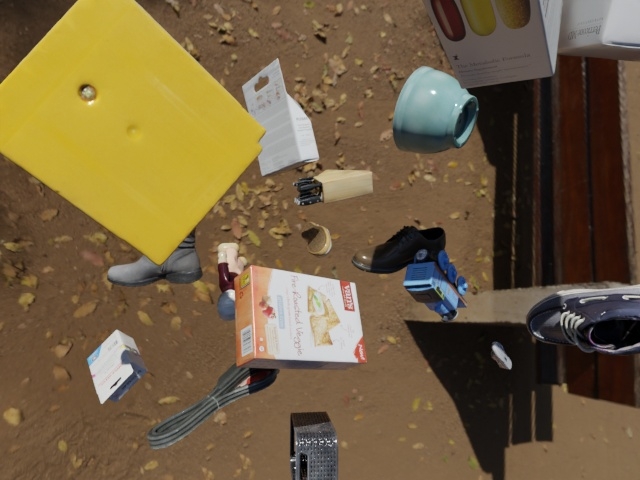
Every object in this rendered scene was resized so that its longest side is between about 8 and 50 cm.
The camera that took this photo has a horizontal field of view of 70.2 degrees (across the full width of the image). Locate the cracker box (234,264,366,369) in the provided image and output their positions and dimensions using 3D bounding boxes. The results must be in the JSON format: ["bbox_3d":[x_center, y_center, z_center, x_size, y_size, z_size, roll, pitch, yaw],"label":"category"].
[{"bbox_3d":[-0.033,0.142,0.800,0.232,0.067,0.156,13,57,-36],"label":"cracker box"}]

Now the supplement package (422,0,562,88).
[{"bbox_3d":[0.227,-0.337,0.602,0.244,0.138,0.134,33,65,-51],"label":"supplement package"}]

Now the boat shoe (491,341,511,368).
[{"bbox_3d":[0.455,0.295,1.167,0.100,0.035,0.035,49,51,-28],"label":"boat shoe"}]

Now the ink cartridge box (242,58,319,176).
[{"bbox_3d":[-0.100,-0.282,1.087,0.066,0.189,0.233,-11,92,-36],"label":"ink cartridge box"}]

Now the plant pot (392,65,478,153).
[{"bbox_3d":[0.408,-0.421,1.545,0.293,0.196,0.293,-34,137,-39],"label":"plant pot"}]

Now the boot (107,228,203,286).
[{"bbox_3d":[-0.573,0.032,1.552,0.337,0.118,0.223,-5,112,0],"label":"boot"}]

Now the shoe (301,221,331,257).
[{"bbox_3d":[0.000,0.000,1.240,0.058,0.219,0.077,35,96,-19],"label":"shoe"}]

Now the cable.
[{"bbox_3d":[-0.181,0.309,0.864,0.287,0.139,0.072,-37,118,-54],"label":"cable"}]

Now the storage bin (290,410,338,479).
[{"bbox_3d":[-0.017,0.439,0.945,0.084,0.180,0.122,1,85,-6],"label":"storage bin"}]

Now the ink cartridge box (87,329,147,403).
[{"bbox_3d":[-0.495,0.315,1.114,0.104,0.181,0.062,-46,131,-7],"label":"ink cartridge box"}]

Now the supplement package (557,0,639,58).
[{"bbox_3d":[0.464,-0.410,0.624,0.175,0.177,0.293,5,108,0],"label":"supplement package"}]

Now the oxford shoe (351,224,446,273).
[{"bbox_3d":[0.170,0.010,0.982,0.227,0.083,0.096,-12,123,-22],"label":"oxford shoe"}]

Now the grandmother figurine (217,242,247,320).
[{"bbox_3d":[-0.274,0.137,1.418,0.104,0.342,0.208,-32,114,6],"label":"grandmother figurine"}]

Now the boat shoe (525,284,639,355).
[{"bbox_3d":[0.550,0.172,0.948,0.158,0.340,0.127,-17,80,-34],"label":"boat shoe"}]

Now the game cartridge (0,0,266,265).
[{"bbox_3d":[-0.281,-0.164,0.690,0.323,0.052,0.285,43,87,-25],"label":"game cartridge"}]

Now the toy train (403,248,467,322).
[{"bbox_3d":[0.245,0.097,0.953,0.184,0.080,0.105,46,52,-36],"label":"toy train"}]

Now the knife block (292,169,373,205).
[{"bbox_3d":[0.039,-0.195,1.741,0.242,0.275,0.088,-48,138,-55],"label":"knife block"}]
